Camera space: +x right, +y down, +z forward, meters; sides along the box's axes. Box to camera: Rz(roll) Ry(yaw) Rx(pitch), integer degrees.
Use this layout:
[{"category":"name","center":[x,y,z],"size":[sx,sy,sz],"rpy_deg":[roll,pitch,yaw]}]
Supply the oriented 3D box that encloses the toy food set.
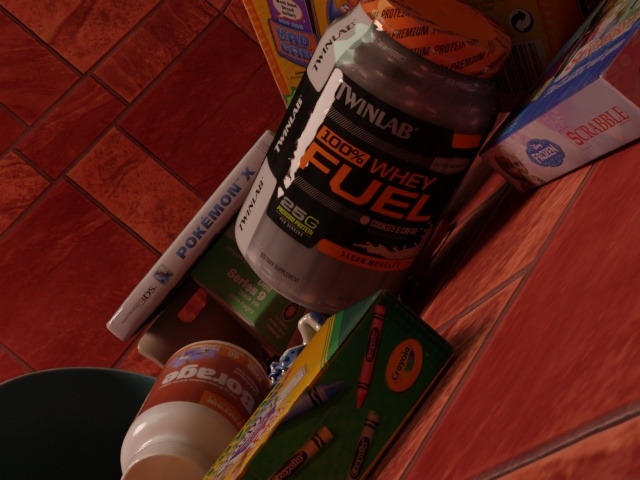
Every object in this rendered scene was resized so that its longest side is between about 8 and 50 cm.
[{"category":"toy food set","center":[-0.169,0.190,1.681],"size":[0.220,0.092,0.306],"rpy_deg":[-53,-29,-45]}]

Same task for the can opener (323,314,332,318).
[{"category":"can opener","center":[0.048,0.058,1.503],"size":[0.186,0.073,0.059],"rpy_deg":[-62,36,20]}]

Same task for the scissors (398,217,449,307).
[{"category":"scissors","center":[0.092,0.057,1.370],"size":[0.109,0.021,0.297],"rpy_deg":[-48,6,25]}]

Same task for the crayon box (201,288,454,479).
[{"category":"crayon box","center":[-0.024,0.178,0.995],"size":[0.278,0.081,0.165],"rpy_deg":[-51,4,-18]}]

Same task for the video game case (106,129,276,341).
[{"category":"video game case","center":[-0.140,-0.015,1.584],"size":[0.300,0.036,0.329],"rpy_deg":[-50,2,3]}]

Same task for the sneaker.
[{"category":"sneaker","center":[-0.023,0.157,1.215],"size":[0.080,0.081,0.211],"rpy_deg":[-44,9,44]}]

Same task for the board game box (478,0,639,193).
[{"category":"board game box","center":[0.297,-0.202,1.084],"size":[0.318,0.066,0.318],"rpy_deg":[-51,3,-12]}]

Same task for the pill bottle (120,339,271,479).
[{"category":"pill bottle","center":[-0.121,0.191,1.191],"size":[0.121,0.121,0.216],"rpy_deg":[-49,8,20]}]

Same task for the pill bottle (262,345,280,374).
[{"category":"pill bottle","center":[-0.072,0.104,2.027],"size":[0.219,0.123,0.123],"rpy_deg":[-52,4,-25]}]

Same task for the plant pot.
[{"category":"plant pot","center":[-0.240,0.289,1.322],"size":[0.290,0.290,0.196],"rpy_deg":[-59,-19,-67]}]

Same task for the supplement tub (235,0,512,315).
[{"category":"supplement tub","center":[0.054,-0.095,1.252],"size":[0.316,0.193,0.193],"rpy_deg":[-64,-3,27]}]

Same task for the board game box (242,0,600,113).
[{"category":"board game box","center":[0.134,-0.372,1.403],"size":[0.356,0.356,0.356],"rpy_deg":[-3,33,34]}]

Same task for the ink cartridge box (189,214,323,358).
[{"category":"ink cartridge box","center":[0.000,0.000,1.566],"size":[0.289,0.121,0.211],"rpy_deg":[-51,-28,-7]}]
